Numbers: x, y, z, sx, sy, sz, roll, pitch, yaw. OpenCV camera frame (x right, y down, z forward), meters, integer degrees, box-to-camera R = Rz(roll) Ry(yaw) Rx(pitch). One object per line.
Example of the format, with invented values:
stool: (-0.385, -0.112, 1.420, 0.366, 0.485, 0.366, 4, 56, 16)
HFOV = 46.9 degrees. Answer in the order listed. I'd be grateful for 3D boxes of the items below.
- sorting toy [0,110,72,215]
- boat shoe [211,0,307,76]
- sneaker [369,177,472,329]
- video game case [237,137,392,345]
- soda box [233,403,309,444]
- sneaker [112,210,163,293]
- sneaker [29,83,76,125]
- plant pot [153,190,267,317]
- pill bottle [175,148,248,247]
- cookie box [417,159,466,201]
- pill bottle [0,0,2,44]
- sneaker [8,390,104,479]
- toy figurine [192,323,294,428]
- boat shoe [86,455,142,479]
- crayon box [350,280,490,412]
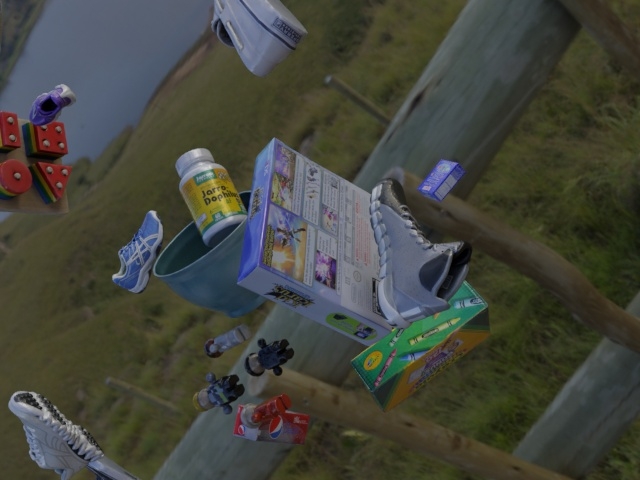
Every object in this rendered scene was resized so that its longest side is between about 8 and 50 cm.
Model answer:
sorting toy: (-0.761, -0.205, 1.917, 0.089, 0.257, 0.255, -16, 80, 31)
boat shoe: (-0.098, -0.290, 0.954, 0.088, 0.096, 0.267, -50, 43, 16)
sneaker: (0.145, 0.003, 1.011, 0.132, 0.086, 0.229, -20, 60, 32)
video game case: (0.000, 0.000, 1.151, 0.061, 0.244, 0.270, -40, 33, 37)
soda box: (-0.136, 0.529, 2.117, 0.083, 0.263, 0.092, 3, 76, 31)
sneaker: (-0.452, 0.025, 1.837, 0.080, 0.081, 0.211, 10, 83, 58)
sneaker: (-0.654, -0.317, 1.753, 0.170, 0.068, 0.071, -23, 18, 43)
plant pot: (-0.206, 0.052, 1.695, 0.293, 0.196, 0.293, -32, 22, 15)
pill bottle: (-0.245, -0.098, 1.655, 0.117, 0.117, 0.208, -40, 68, 32)
cookie box: (0.322, -0.160, 1.967, 0.107, 0.040, 0.092, -49, 23, -3)
pill bottle: (-0.454, -0.170, 0.486, 0.229, 0.407, 0.229, -165, 90, -83)
sneaker: (-0.598, 0.438, 1.626, 0.118, 0.292, 0.110, -41, 45, -14)
toy figurine: (-0.178, 0.314, 1.704, 0.148, 0.209, 0.213, -31, 46, 39)
boat shoe: (-0.510, 0.598, 1.817, 0.076, 0.228, 0.080, -54, 25, -11)
crayon box: (0.205, 0.214, 1.470, 0.278, 0.165, 0.081, -36, 61, -5)
